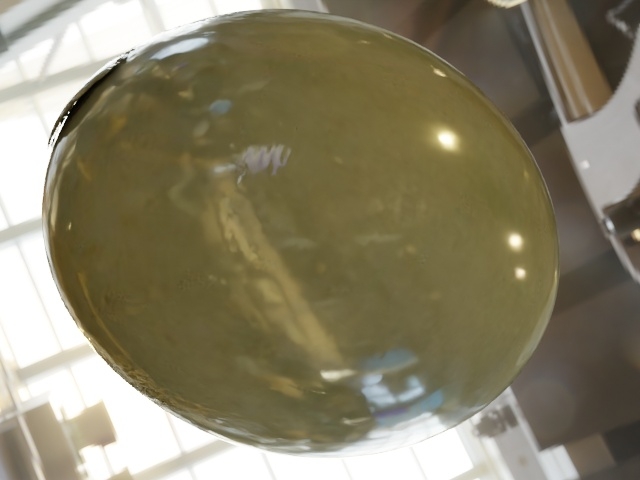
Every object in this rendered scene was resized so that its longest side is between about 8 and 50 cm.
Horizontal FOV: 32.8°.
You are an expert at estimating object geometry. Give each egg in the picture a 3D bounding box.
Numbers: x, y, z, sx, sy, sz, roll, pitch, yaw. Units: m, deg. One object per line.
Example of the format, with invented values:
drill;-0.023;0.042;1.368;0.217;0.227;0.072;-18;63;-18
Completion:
egg;0.000;0.000;0.471;0.253;0.186;0.186;22;22;-38
